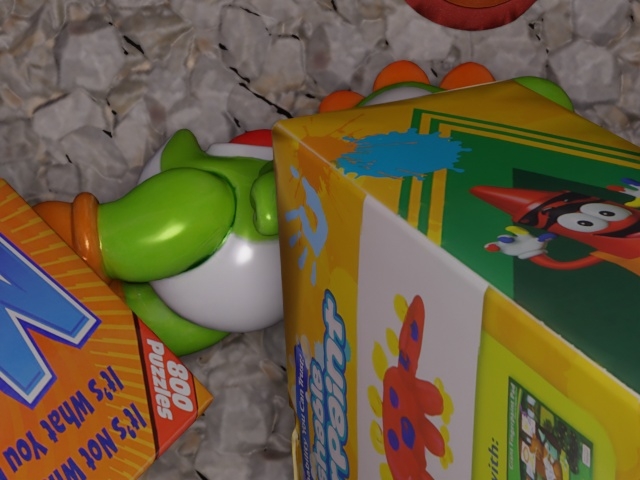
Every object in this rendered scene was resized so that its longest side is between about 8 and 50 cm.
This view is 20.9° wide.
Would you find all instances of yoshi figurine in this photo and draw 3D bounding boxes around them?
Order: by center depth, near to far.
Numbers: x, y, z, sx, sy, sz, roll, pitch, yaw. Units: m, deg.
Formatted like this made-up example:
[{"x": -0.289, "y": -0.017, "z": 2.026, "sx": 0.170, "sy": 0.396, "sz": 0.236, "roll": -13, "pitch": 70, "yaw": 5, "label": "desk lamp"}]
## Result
[{"x": 0.008, "y": 0.017, "z": 1.082, "sx": 0.362, "sy": 0.203, "sz": 0.203, "roll": -21, "pitch": 103, "yaw": -5, "label": "yoshi figurine"}]

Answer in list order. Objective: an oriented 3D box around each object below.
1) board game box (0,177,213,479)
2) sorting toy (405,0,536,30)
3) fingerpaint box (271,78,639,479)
[{"x": -0.351, "y": 0.128, "z": 0.906, "sx": 0.356, "sy": 0.356, "sz": 0.356, "roll": 46, "pitch": 118, "yaw": 1, "label": "board game box"}, {"x": 0.014, "y": -0.288, "z": 1.122, "sx": 0.365, "sy": 0.126, "sz": 0.127, "roll": 42, "pitch": 87, "yaw": 0, "label": "sorting toy"}, {"x": 0.126, "y": 0.184, "z": 0.888, "sx": 0.163, "sy": 0.371, "sz": 0.445, "roll": -12, "pitch": 115, "yaw": -21, "label": "fingerpaint box"}]
